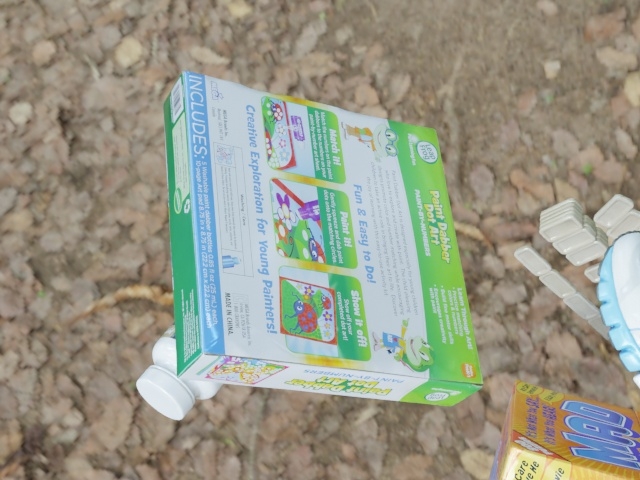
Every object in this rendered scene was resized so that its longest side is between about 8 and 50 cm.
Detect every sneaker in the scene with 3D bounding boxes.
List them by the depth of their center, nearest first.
[{"bbox_3d":[0.223,0.073,0.629,0.083,0.071,0.191,-38,64,42],"label":"sneaker"}]

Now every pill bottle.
[{"bbox_3d":[-0.141,0.129,1.354,0.094,0.094,0.169,19,54,31],"label":"pill bottle"}]

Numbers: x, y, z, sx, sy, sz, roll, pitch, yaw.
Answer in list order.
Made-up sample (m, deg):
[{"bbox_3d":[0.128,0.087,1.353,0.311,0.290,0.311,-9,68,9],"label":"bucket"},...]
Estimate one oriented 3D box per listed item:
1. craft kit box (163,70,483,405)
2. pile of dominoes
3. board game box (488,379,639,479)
[{"bbox_3d":[0.000,0.000,0.909,0.246,0.061,0.250,9,58,-25],"label":"craft kit box"},{"bbox_3d":[0.418,0.032,1.610,0.196,0.251,0.040,-29,33,38],"label":"pile of dominoes"},{"bbox_3d":[0.383,0.434,1.489,0.356,0.356,0.357,14,98,9],"label":"board game box"}]
